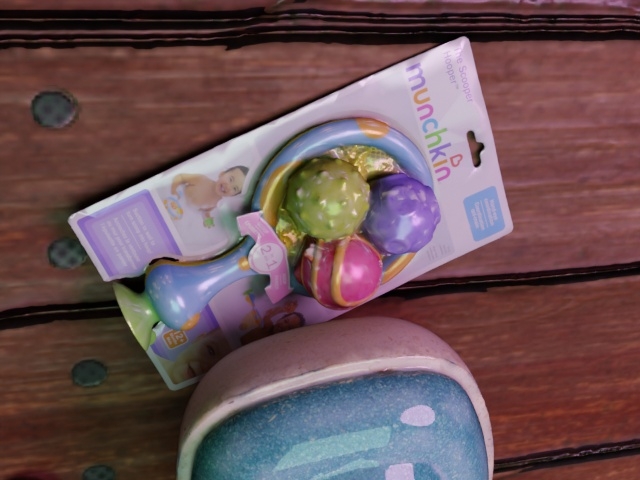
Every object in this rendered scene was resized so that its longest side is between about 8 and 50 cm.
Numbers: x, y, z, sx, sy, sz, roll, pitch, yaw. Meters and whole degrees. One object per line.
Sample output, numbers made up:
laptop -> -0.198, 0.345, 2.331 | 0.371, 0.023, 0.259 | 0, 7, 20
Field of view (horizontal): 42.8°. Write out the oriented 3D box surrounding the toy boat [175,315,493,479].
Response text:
toy boat -> -0.046, 0.183, 0.476 | 0.318, 0.148, 0.267 | -15, 134, -3

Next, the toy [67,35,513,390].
toy -> 0.000, 0.000, 0.456 | 0.237, 0.056, 0.137 | -23, 123, -3
